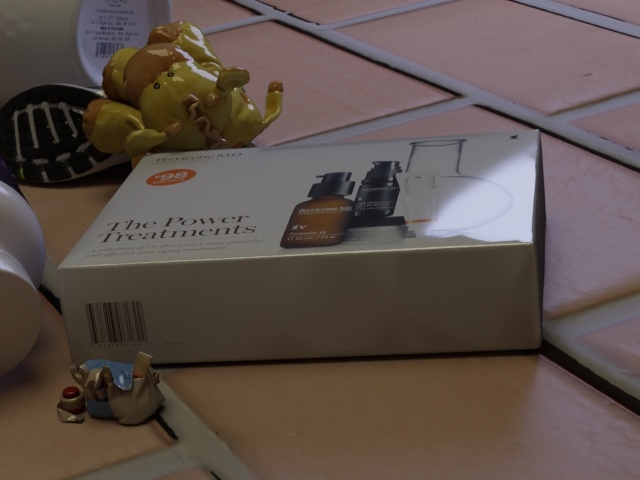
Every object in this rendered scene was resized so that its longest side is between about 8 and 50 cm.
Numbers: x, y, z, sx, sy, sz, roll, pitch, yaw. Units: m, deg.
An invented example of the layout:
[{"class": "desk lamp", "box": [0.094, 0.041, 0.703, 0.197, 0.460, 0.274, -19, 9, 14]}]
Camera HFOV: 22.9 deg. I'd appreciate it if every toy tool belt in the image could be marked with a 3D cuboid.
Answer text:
[{"class": "toy tool belt", "box": [-0.160, 0.105, 1.183, 0.083, 0.051, 0.052, 0, 23, 19]}]

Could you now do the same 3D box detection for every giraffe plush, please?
[{"class": "giraffe plush", "box": [-0.139, -0.129, 1.556, 0.210, 0.181, 0.170, 26, -1, 9]}]

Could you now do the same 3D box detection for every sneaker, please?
[{"class": "sneaker", "box": [-0.214, -0.122, 1.728, 0.300, 0.111, 0.121, -7, -4, 13]}]

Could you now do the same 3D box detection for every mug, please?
[{"class": "mug", "box": [-0.327, -0.280, 1.963, 0.328, 0.276, 0.374, 17, 1, 35]}]

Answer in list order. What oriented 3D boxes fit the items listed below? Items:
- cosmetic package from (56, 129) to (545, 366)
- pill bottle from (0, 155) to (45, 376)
[{"class": "cosmetic package", "box": [0.000, 0.000, 1.344, 0.377, 0.097, 0.284, -3, 19, 10]}, {"class": "pill bottle", "box": [-0.344, -0.022, 1.320, 0.182, 0.181, 0.323, -16, 44, -22]}]
